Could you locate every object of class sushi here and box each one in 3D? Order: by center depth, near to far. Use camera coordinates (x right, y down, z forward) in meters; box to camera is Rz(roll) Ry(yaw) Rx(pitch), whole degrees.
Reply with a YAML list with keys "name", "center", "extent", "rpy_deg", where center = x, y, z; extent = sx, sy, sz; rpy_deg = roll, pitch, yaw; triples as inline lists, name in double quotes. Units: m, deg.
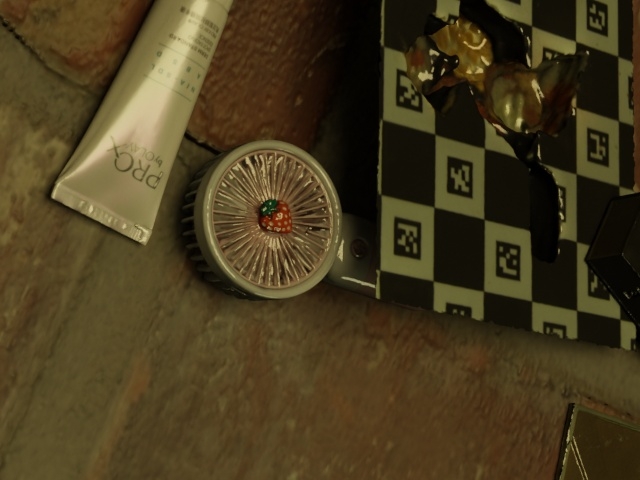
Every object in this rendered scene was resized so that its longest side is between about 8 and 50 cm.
- name: "sushi"
  center: [0.148, -0.095, 1.699]
  extent: [0.343, 0.064, 0.359]
  rpy_deg: [12, 74, -43]

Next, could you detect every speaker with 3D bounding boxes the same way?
- name: "speaker"
  center: [0.329, 0.056, 1.775]
  extent: [0.218, 0.044, 0.082]
  rpy_deg: [49, 53, -28]

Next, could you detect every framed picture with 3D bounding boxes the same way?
- name: "framed picture"
  center: [0.257, 0.233, 1.761]
  extent: [0.109, 0.011, 0.149]
  rpy_deg: [21, 74, -27]

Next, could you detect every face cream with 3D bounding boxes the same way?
- name: "face cream"
  center: [-0.132, -0.125, 1.561]
  extent: [0.092, 0.058, 0.243]
  rpy_deg: [28, 78, -26]

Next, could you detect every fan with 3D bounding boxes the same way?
- name: "fan"
  center: [0.000, 0.000, 1.607]
  extent: [0.244, 0.074, 0.130]
  rpy_deg: [17, 75, -28]
